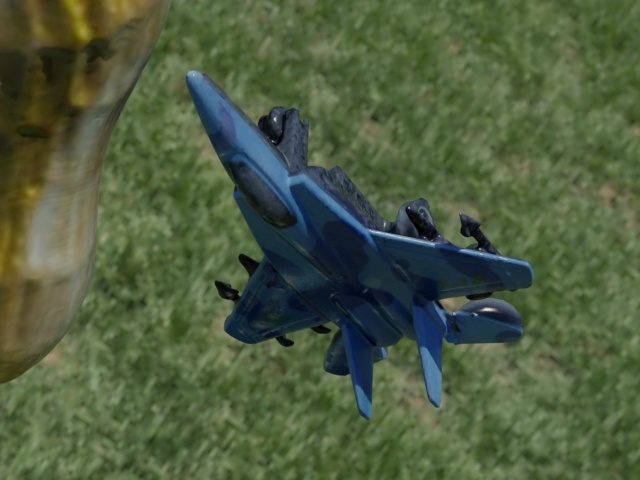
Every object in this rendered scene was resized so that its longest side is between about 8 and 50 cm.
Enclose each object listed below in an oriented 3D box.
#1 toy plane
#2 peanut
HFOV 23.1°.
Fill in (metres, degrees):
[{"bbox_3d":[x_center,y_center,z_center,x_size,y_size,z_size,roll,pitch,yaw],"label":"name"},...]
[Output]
[{"bbox_3d":[0.001,-0.006,0.751,0.246,0.169,0.078,55,33,-38],"label":"toy plane"},{"bbox_3d":[-0.096,-0.045,0.476,0.087,0.206,0.087,14,26,-7],"label":"peanut"}]
